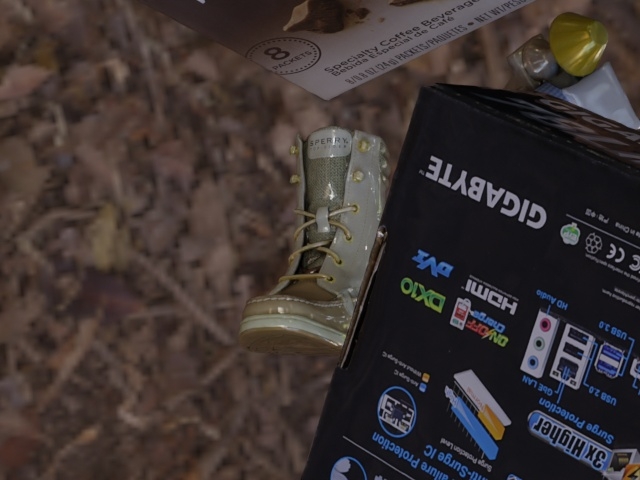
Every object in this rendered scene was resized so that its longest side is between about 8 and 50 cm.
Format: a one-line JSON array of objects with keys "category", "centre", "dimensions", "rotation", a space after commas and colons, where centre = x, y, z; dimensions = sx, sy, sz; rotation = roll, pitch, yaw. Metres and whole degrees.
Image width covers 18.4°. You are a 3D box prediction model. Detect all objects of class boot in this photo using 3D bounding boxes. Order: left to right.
[{"category": "boot", "centre": [0.000, 0.000, 1.406], "dimensions": [0.213, 0.077, 0.165], "rotation": [10, 82, -70]}]

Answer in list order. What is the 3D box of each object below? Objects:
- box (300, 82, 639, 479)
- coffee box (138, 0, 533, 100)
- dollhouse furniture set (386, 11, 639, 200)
[{"category": "box", "centre": [0.114, 0.133, 0.619], "dimensions": [0.073, 0.295, 0.293], "rotation": [-2, 112, -48]}, {"category": "coffee box", "centre": [0.060, -0.185, 0.802], "dimensions": [0.168, 0.297, 0.119], "rotation": [24, 51, -48]}, {"category": "dollhouse furniture set", "centre": [0.177, 0.028, 1.239], "dimensions": [0.286, 0.198, 0.303], "rotation": [-37, 101, -38]}]
